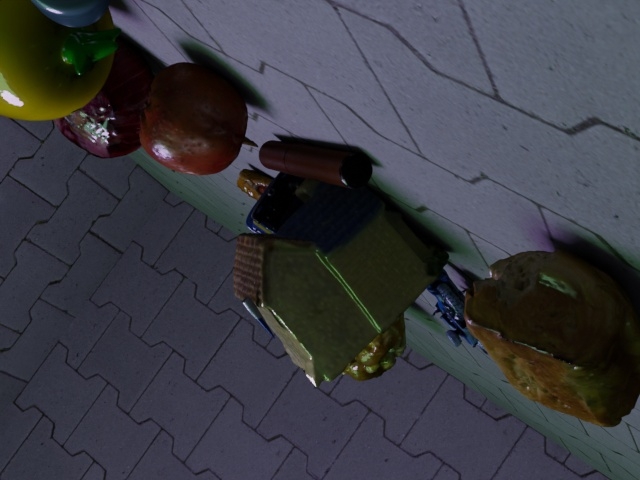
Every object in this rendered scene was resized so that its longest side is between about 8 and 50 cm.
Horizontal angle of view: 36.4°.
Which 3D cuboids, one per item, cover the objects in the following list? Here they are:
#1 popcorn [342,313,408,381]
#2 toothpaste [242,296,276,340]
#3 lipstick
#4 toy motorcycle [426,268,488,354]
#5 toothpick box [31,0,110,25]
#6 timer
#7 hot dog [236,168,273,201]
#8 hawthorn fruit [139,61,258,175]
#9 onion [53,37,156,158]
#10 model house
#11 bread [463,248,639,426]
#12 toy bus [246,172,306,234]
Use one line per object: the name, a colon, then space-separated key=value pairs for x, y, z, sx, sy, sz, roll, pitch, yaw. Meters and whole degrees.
popcorn: x=0.098 y=0.218 z=2.551 sx=0.282 sy=0.282 sz=0.247 roll=40 pitch=-144 yaw=-33
toothpaste: x=-0.095 y=0.124 z=1.537 sx=0.083 sy=0.015 sz=0.024 roll=55 pitch=172 yaw=-24
lipstick: x=-0.015 y=-0.125 z=1.559 sx=0.057 sy=0.057 sz=0.356 roll=39 pitch=173 yaw=-24
toy motorcycle: x=0.249 y=0.125 z=1.790 sx=0.135 sy=0.092 sz=0.254 roll=52 pitch=-179 yaw=35
toothpick box: x=-0.341 y=-0.354 z=1.328 sx=0.120 sy=0.120 sz=0.184 roll=37 pitch=177 yaw=-10
timer: x=-0.419 y=-0.308 z=1.506 sx=0.285 sy=0.285 sz=0.285 roll=35 pitch=173 yaw=5
hot dog: x=-0.075 y=-0.079 z=2.153 sx=0.289 sy=0.068 sz=0.083 roll=30 pitch=179 yaw=31
hawthorn fruit: x=-0.188 y=-0.184 z=1.558 sx=0.200 sy=0.179 sz=0.179 roll=24 pitch=177 yaw=-18
onion: x=-0.400 y=-0.277 z=1.857 sx=0.252 sy=0.219 sz=0.252 roll=20 pitch=122 yaw=35
model house: x=0.005 y=0.042 z=1.651 sx=0.266 sy=0.321 sz=0.261 roll=49 pitch=167 yaw=-14
bread: x=0.314 y=0.118 z=1.230 sx=0.195 sy=0.149 sz=0.344 roll=19 pitch=165 yaw=30
toy bus: x=0.005 y=-0.010 z=1.914 sx=0.287 sy=0.138 sz=0.175 roll=36 pitch=173 yaw=-5
